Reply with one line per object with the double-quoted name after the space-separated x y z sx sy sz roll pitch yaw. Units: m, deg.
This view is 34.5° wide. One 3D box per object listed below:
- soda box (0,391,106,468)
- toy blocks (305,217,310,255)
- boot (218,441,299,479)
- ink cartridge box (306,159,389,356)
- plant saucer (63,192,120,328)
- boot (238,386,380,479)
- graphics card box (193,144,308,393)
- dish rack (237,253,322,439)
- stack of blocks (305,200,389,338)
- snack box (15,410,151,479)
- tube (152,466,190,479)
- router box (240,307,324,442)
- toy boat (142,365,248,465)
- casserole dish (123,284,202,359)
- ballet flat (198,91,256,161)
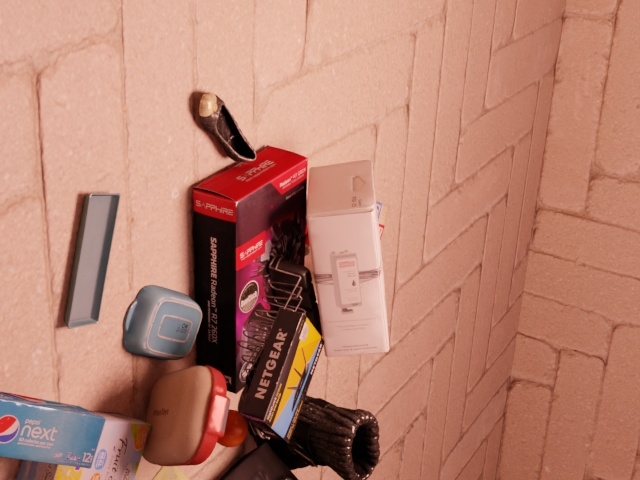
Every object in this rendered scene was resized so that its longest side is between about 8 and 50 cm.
-0.380 0.234 1.302 0.210 0.067 0.071 23 82 -46 "soda box"
0.000 0.000 1.950 0.148 0.123 0.054 -61 158 -27 "toy blocks"
-0.145 0.631 1.850 0.445 0.146 0.367 -38 105 -54 "boot"
0.049 0.029 1.799 0.207 0.117 0.283 -88 172 -62 "ink cartridge box"
-0.320 0.026 1.435 0.067 0.018 0.192 -6 110 -63 "plant saucer"
0.005 0.398 2.027 0.131 0.260 0.348 -65 153 -19 "boot"
-0.118 0.049 1.774 0.233 0.094 0.371 -37 137 -53 "graphics card box"
-0.075 0.184 1.716 0.208 0.074 0.272 77 31 -44 "dish rack"
0.034 0.051 2.092 0.171 0.087 0.297 13 92 -65 "stack of blocks"
-0.348 0.337 1.494 0.207 0.070 0.175 26 79 -66 "snack box"
-0.193 0.481 1.747 0.062 0.240 0.070 -49 -179 10 "tube"
-0.057 0.212 1.612 0.133 0.046 0.179 57 48 -60 "router box"
-0.184 0.284 1.610 0.151 0.231 0.151 20 69 -26 "toy boat"
-0.244 0.136 1.633 0.188 0.037 0.114 29 78 -65 "casserole dish"
-0.147 -0.181 1.632 0.058 0.049 0.173 -67 154 -17 "ballet flat"
